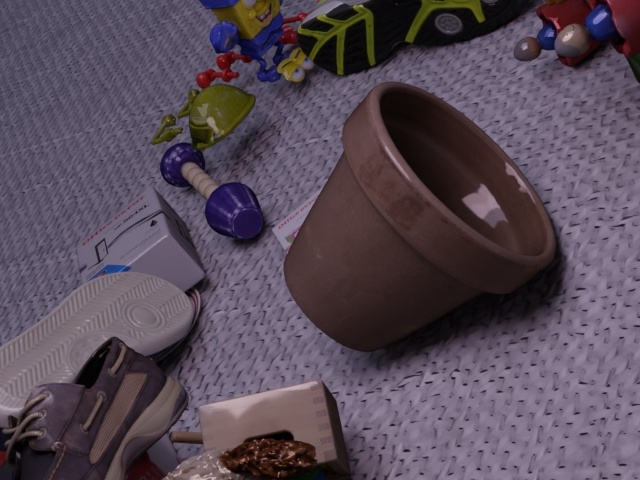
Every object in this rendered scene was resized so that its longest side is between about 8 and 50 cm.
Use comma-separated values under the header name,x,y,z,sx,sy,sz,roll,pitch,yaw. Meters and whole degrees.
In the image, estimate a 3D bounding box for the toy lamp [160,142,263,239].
name,x,y,z,sx,sy,sz,roll,pitch,yaw
toy lamp,-0.153,-0.069,1.901,0.080,0.080,0.275,-44,33,-6

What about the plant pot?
name,x,y,z,sx,sy,sz,roll,pitch,yaw
plant pot,0.084,-0.002,1.451,0.229,0.263,0.263,-46,28,25

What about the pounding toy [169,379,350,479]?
name,x,y,z,sx,sy,sz,roll,pitch,yaw
pounding toy,-0.065,0.225,1.398,0.181,0.206,0.094,-13,72,4

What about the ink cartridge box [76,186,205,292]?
name,x,y,z,sx,sy,sz,roll,pitch,yaw
ink cartridge box,-0.253,0.027,1.858,0.148,0.086,0.203,-38,25,2

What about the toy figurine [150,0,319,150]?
name,x,y,z,sx,sy,sz,roll,pitch,yaw
toy figurine,-0.143,-0.324,2.004,0.191,0.217,0.362,8,45,41

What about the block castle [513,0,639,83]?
name,x,y,z,sx,sy,sz,roll,pitch,yaw
block castle,0.312,-0.251,1.436,0.213,0.303,0.453,-29,34,6

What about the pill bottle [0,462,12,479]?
name,x,y,z,sx,sy,sz,roll,pitch,yaw
pill bottle,-0.530,0.266,1.764,0.363,0.210,0.210,-10,43,40

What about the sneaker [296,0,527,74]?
name,x,y,z,sx,sy,sz,roll,pitch,yaw
sneaker,0.133,-0.357,1.894,0.385,0.145,0.147,-9,45,38

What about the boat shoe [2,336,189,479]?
name,x,y,z,sx,sy,sz,roll,pitch,yaw
boat shoe,-0.263,0.213,1.356,0.132,0.130,0.355,-39,5,27

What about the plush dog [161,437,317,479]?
name,x,y,z,sx,sy,sz,roll,pitch,yaw
plush dog,-0.067,0.282,1.248,0.262,0.225,0.210,-42,32,-3

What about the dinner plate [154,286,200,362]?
name,x,y,z,sx,sy,sz,roll,pitch,yaw
dinner plate,-0.213,0.118,1.794,0.141,0.017,0.141,-27,34,20

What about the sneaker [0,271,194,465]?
name,x,y,z,sx,sy,sz,roll,pitch,yaw
sneaker,-0.301,0.159,1.662,0.350,0.131,0.148,-29,-28,-46

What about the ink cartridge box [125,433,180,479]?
name,x,y,z,sx,sy,sz,roll,pitch,yaw
ink cartridge box,-0.270,0.305,1.557,0.218,0.092,0.158,-42,32,1

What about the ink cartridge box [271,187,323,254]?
name,x,y,z,sx,sy,sz,roll,pitch,yaw
ink cartridge box,0.000,0.000,1.683,0.088,0.052,0.122,-39,31,2
